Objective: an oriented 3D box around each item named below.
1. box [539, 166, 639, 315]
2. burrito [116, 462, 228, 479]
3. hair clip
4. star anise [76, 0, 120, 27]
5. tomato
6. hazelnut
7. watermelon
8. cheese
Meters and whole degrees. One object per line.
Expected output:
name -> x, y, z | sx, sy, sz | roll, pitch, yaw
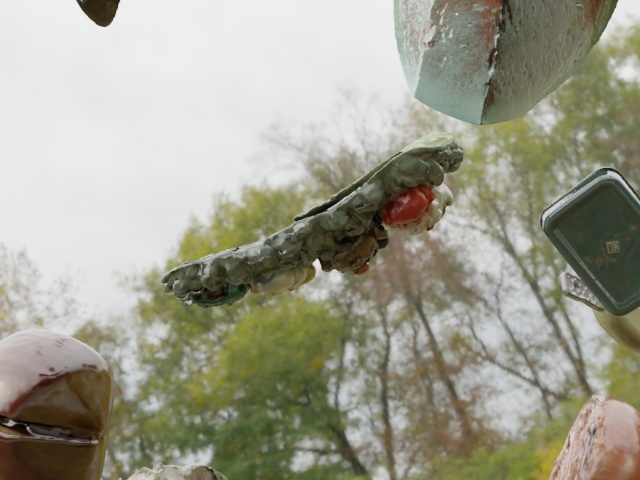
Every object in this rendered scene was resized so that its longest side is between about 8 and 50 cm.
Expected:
box -> 0.270, 0.003, 0.912 | 0.091, 0.126, 0.031 | -38, 3, 20
burrito -> -0.166, 0.324, 0.988 | 0.107, 0.348, 0.175 | -11, -63, 13
hair clip -> 0.000, 0.002, 0.965 | 0.321, 0.091, 0.138 | -27, 1, 24
star anise -> -0.410, -0.547, 1.795 | 0.108, 0.315, 0.315 | 2, -30, -12
tomato -> 0.295, 0.287, 1.050 | 0.095, 0.237, 0.237 | 21, -23, 10
hazelnut -> -0.345, 0.214, 1.195 | 0.180, 0.212, 0.181 | 9, 2, -8
watermelon -> 0.205, -0.311, 1.218 | 0.319, 0.289, 0.214 | -35, -24, -14
cheese -> 0.346, 0.075, 1.194 | 0.037, 0.097, 0.192 | -27, -36, 37
